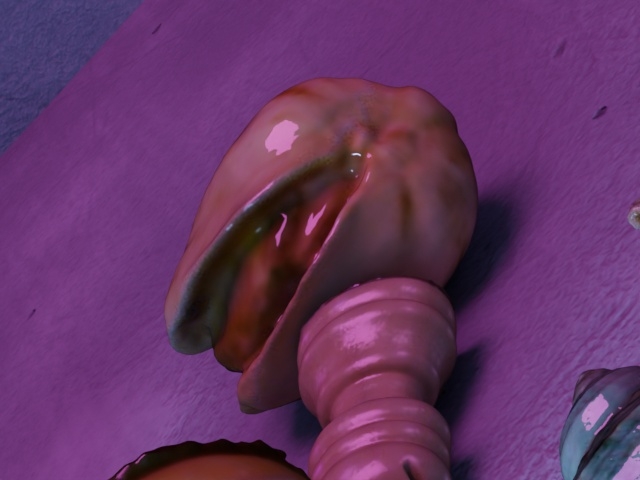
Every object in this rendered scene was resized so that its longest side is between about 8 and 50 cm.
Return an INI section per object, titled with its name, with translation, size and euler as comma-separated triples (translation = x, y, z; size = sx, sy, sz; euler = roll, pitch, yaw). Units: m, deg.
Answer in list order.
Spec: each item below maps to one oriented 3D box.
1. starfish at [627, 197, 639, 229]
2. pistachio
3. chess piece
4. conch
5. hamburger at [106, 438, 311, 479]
[starfish]
translation = 0.297, -0.041, 1.277
size = 0.210, 0.053, 0.150
euler = -18, 31, 55
[pistachio]
translation = 0.000, 0.000, 1.554
size = 0.321, 0.229, 0.238
euler = -51, -21, 4
[chess piece]
translation = 0.041, 0.169, 1.336
size = 0.139, 0.124, 0.307
euler = -10, 35, 10
[conch]
translation = 0.196, 0.153, 1.035
size = 0.188, 0.122, 0.176
euler = -73, 8, -55
[hamburger]
translation = -0.043, 0.266, 1.092
size = 0.302, 0.261, 0.186
euler = -50, 39, -3
